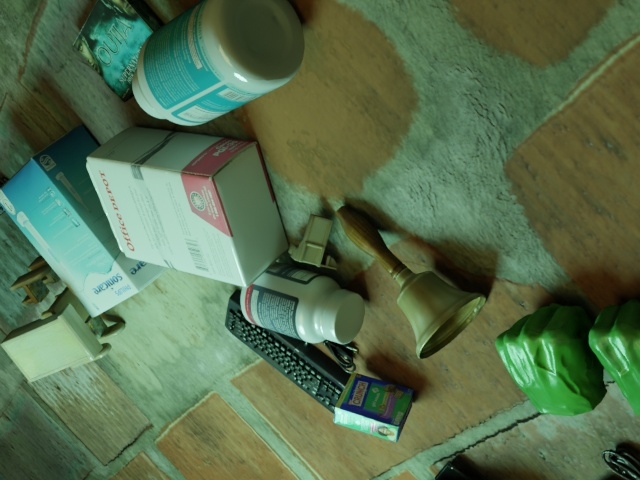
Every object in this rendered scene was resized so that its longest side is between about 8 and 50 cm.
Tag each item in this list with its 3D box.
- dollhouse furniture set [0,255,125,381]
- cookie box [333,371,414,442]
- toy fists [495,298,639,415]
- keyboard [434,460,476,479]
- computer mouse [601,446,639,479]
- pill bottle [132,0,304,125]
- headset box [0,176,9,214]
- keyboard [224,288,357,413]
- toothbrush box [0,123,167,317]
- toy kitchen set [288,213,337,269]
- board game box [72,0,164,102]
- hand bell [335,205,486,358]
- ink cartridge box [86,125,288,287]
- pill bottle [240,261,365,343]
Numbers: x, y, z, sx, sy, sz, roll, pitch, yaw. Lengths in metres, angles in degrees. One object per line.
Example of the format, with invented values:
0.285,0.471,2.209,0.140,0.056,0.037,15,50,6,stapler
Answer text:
-0.481,0.144,2.048,0.161,0.242,0.212,-22,113,25,dollhouse furniture set
0.086,0.265,1.681,0.107,0.092,0.040,14,127,14,cookie box
0.354,0.142,1.330,0.279,0.096,0.142,-6,129,45,toy fists
0.270,0.436,1.733,0.180,0.023,0.108,39,149,12,keyboard
0.449,0.417,1.518,0.184,0.060,0.262,36,130,21,computer mouse
-0.152,-0.242,1.425,0.264,0.146,0.146,-15,112,49,pill bottle
-0.656,-0.079,2.119,0.032,0.083,0.062,32,142,18,headset box
-0.034,0.194,1.806,0.317,0.033,0.202,35,141,14,keyboard
-0.421,-0.028,1.901,0.296,0.126,0.216,53,142,-7,toothbrush box
0.000,0.000,1.602,0.068,0.075,0.083,14,-175,-16,toy kitchen set
-0.306,-0.306,1.617,0.126,0.026,0.186,48,143,-3,board game box
0.107,0.037,1.490,0.242,0.126,0.126,48,145,21,hand bell
-0.213,-0.061,1.674,0.283,0.117,0.207,12,131,37,ink cartridge box
-0.026,0.101,1.648,0.180,0.108,0.108,15,133,36,pill bottle
